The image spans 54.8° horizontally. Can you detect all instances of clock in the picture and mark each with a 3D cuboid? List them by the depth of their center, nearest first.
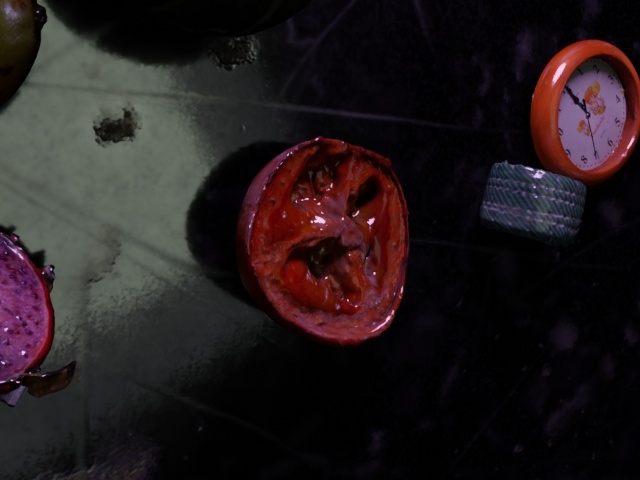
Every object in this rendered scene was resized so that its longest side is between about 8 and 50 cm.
[{"bbox_3d":[0.381,-0.179,0.883,0.205,0.051,0.206,-4,100,-26],"label":"clock"}]

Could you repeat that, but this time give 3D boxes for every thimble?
[{"bbox_3d":[0.276,-0.047,0.810,0.135,0.118,0.090,9,98,-44],"label":"thimble"}]

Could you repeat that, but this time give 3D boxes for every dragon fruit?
[{"bbox_3d":[-0.336,0.070,0.477,0.148,0.219,0.223,-46,143,18],"label":"dragon fruit"}]

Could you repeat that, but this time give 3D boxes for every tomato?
[{"bbox_3d":[-0.001,0.002,0.683,0.227,0.101,0.228,-2,93,-35],"label":"tomato"}]

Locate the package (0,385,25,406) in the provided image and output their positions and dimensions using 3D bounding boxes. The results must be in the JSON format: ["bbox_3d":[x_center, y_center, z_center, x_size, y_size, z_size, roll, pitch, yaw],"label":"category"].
[{"bbox_3d":[-0.327,0.119,0.569,0.110,0.015,0.037,31,82,-27],"label":"package"}]

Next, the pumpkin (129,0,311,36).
[{"bbox_3d":[-0.095,-0.331,0.522,0.300,0.207,0.301,-9,102,-45],"label":"pumpkin"}]

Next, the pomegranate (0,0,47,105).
[{"bbox_3d":[-0.314,-0.176,0.468,0.204,0.159,0.159,4,96,-1],"label":"pomegranate"}]
